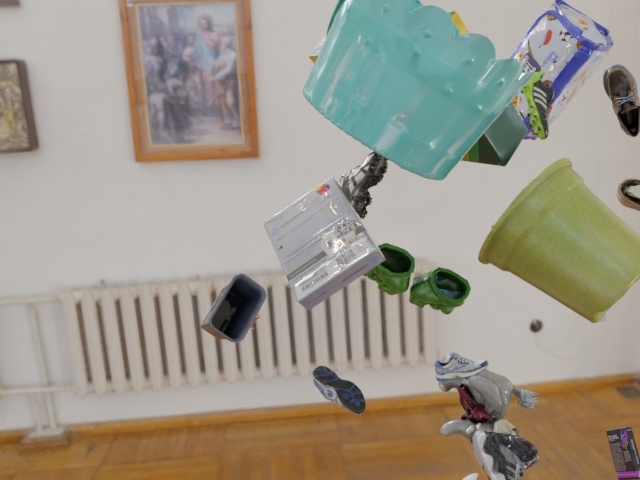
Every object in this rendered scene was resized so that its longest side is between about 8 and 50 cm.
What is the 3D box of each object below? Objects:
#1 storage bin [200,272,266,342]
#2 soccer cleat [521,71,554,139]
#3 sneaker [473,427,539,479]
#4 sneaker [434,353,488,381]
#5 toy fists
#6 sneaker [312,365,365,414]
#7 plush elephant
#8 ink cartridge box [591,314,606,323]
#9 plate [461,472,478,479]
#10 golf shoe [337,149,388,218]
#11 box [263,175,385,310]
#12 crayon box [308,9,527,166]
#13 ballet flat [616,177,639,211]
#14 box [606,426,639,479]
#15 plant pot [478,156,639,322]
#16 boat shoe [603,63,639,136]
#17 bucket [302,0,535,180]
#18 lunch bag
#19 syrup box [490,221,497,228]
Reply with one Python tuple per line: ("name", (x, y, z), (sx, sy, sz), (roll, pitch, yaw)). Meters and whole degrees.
("storage bin", (-0.185, 0.150, 1.252), (0.091, 0.098, 0.135), (-23, 34, 55))
("soccer cleat", (0.533, -0.329, 1.439), (0.073, 0.178, 0.060), (-9, -15, 0))
("sneaker", (0.514, 0.618, 1.574), (0.153, 0.101, 0.268), (-10, 46, -4))
("sneaker", (0.342, 0.306, 1.463), (0.135, 0.058, 0.052), (-18, -4, 20))
("toy fists", (0.228, 0.101, 1.489), (0.279, 0.096, 0.142), (23, -15, -3))
("sneaker", (0.062, 0.497, 1.957), (0.211, 0.081, 0.080), (37, 51, 25))
("plush elephant", (0.491, 0.544, 1.856), (0.330, 0.255, 0.271), (19, -25, 11))
("ink cartridge box", (0.902, 0.239, 1.967), (0.048, 0.028, 0.083), (-13, 18, 11))
("plate", (0.421, 0.942, 2.036), (0.045, 0.278, 0.277), (37, 26, 15))
("golf shoe", (0.086, -0.144, 1.347), (0.094, 0.198, 0.077), (14, -24, 32))
("box", (0.000, 0.000, 0.952), (0.145, 0.038, 0.186), (-34, 48, 6))
("crayon box", (0.192, -0.304, 1.226), (0.313, 0.106, 0.363), (42, -13, -35))
("ballet flat", (0.965, -0.095, 1.638), (0.316, 0.107, 0.106), (25, -4, 41))
("box", (1.000, 0.700, 1.959), (0.029, 0.162, 0.116), (-3, -22, -8))
("plant pot", (0.507, 0.018, 1.198), (0.276, 0.276, 0.254), (-17, 52, -47))
("boat shoe", (0.720, -0.326, 1.401), (0.066, 0.183, 0.066), (-23, 26, 28))
("bucket", (0.122, -0.223, 0.815), (0.281, 0.183, 0.281), (28, 22, -13))
("lunch bag", (0.670, -0.501, 1.757), (0.239, 0.327, 0.385), (30, 37, -1))
("syrup box", (0.629, -0.024, 1.816), (0.093, 0.096, 0.237), (-26, 5, -10))
